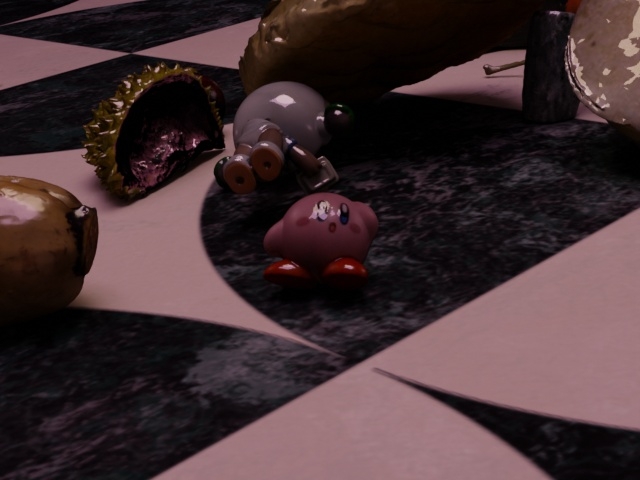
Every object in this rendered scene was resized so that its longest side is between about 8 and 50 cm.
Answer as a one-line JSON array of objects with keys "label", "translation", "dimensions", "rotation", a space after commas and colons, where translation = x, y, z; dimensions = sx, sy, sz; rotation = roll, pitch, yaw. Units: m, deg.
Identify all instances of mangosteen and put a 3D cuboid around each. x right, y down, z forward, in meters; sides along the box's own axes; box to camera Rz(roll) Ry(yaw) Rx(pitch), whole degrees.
[{"label": "mangosteen", "translation": [-0.142, -0.149, 1.241], "dimensions": [0.081, 0.081, 0.081], "rotation": [-6, 22, 2]}]

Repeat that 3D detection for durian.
[{"label": "durian", "translation": [-0.187, -0.120, 1.134], "dimensions": [0.108, 0.119, 0.187], "rotation": [10, 29, 29]}]

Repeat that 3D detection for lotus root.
[{"label": "lotus root", "translation": [-0.268, 0.009, 0.842], "dimensions": [0.221, 0.118, 0.125], "rotation": [-6, -11, 9]}]

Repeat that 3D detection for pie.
[{"label": "pie", "translation": [0.074, -0.220, 1.165], "dimensions": [0.340, 0.083, 0.339], "rotation": [-18, -10, -3]}]

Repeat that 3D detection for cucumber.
[{"label": "cucumber", "translation": [0.234, -0.179, 1.166], "dimensions": [0.064, 0.111, 0.064], "rotation": [-1, 17, 0]}]

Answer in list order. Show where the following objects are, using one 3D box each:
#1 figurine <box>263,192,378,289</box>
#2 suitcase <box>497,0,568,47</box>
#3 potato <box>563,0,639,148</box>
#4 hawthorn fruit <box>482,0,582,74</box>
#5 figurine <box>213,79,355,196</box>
[{"label": "figurine", "translation": [0.000, 0.000, 0.843], "dimensions": [0.083, 0.071, 0.067], "rotation": [3, -19, 6]}, {"label": "suitcase", "translation": [0.369, -0.351, 1.494], "dimensions": [0.335, 0.152, 0.229], "rotation": [2, 24, 20]}, {"label": "potato", "translation": [0.459, -0.196, 1.046], "dimensions": [0.290, 0.397, 0.296], "rotation": [28, -5, 46]}, {"label": "hawthorn fruit", "translation": [0.305, -0.217, 1.261], "dimensions": [0.165, 0.165, 0.285], "rotation": [-22, 1, -33]}, {"label": "figurine", "translation": [-0.037, -0.085, 1.046], "dimensions": [0.147, 0.093, 0.197], "rotation": [-24, 25, 18]}]
